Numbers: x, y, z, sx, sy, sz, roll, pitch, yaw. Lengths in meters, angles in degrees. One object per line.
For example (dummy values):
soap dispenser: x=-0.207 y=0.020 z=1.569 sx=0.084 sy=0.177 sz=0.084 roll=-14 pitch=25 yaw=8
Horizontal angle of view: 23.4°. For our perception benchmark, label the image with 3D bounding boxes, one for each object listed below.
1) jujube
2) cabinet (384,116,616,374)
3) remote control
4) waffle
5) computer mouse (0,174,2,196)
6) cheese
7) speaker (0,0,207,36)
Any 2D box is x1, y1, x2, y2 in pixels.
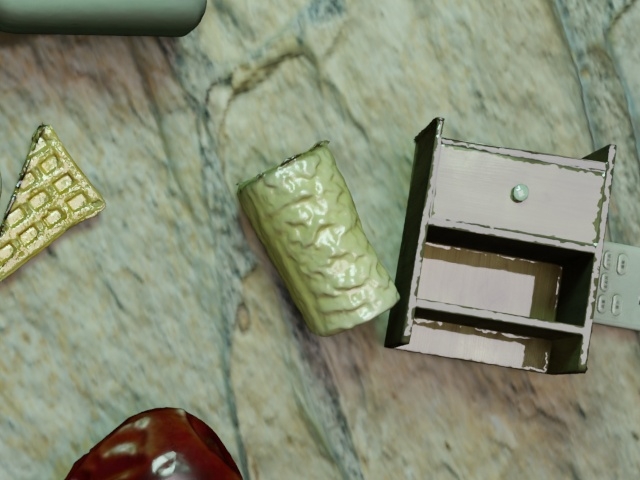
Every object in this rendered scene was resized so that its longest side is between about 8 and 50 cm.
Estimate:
jujube: x=-0.172 y=0.252 z=1.361 sx=0.230 sy=0.155 sz=0.155 roll=-36 pitch=99 yaw=-11
cabinet: x=0.168 y=0.007 z=1.465 sx=0.175 sy=0.148 sz=0.215 roll=10 pitch=84 yaw=-4
remote control: x=0.270 y=0.040 z=1.579 sx=0.190 sy=0.029 sz=0.087 roll=11 pitch=85 yaw=-18
waffle: x=-0.280 y=-0.026 z=1.402 sx=0.153 sy=0.023 sz=0.097 roll=-39 pitch=98 yaw=-15
computer mouse: x=-0.363 y=0.021 z=1.355 sx=0.126 sy=0.056 sz=0.245 roll=18 pitch=83 yaw=-16
cheese: x=0.000 y=0.000 z=1.442 sx=0.094 sy=0.123 sz=0.167 roll=-30 pitch=95 yaw=-21
speaker: x=-0.213 y=-0.380 z=1.353 sx=0.184 sy=0.183 sz=0.406 roll=-5 pitch=92 yaw=-12
